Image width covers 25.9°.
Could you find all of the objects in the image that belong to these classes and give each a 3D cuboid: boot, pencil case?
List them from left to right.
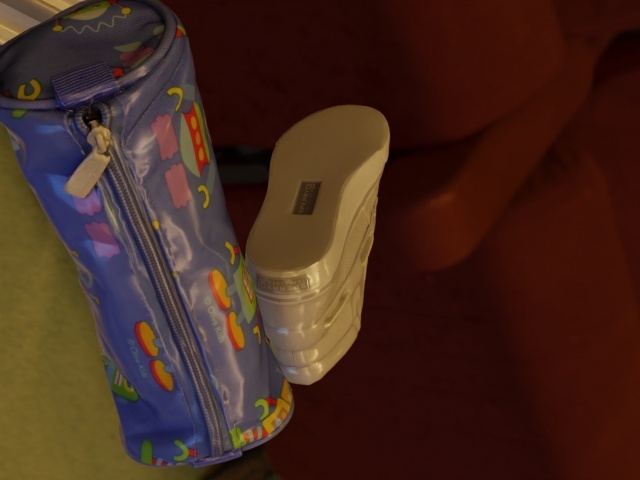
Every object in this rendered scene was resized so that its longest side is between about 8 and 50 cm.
[{"bbox_3d":[-0.105,0.004,0.847,0.119,0.133,0.306,-15,122,0],"label":"pencil case"},{"bbox_3d":[0.000,0.000,1.134,0.258,0.095,0.123,-64,155,-50],"label":"boot"}]

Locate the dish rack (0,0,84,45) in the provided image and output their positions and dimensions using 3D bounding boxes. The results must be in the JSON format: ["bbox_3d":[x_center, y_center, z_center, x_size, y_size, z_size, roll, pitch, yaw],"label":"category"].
[{"bbox_3d":[-0.242,-0.286,0.940,0.333,0.072,0.286,23,54,-46],"label":"dish rack"}]
